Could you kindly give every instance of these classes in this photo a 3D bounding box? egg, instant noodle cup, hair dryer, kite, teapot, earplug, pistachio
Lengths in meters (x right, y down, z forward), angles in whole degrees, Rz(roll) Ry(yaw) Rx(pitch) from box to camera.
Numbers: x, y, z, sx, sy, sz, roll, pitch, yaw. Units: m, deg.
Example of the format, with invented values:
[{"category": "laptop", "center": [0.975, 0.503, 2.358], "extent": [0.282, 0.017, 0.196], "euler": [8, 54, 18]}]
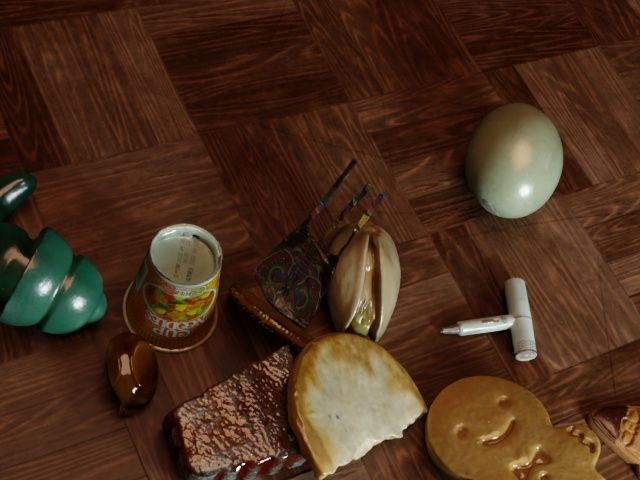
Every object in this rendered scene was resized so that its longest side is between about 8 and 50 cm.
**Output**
[{"category": "egg", "center": [0.372, -0.157, 2.027], "extent": [0.186, 0.186, 0.253], "euler": [21, 57, -4]}, {"category": "instant noodle cup", "center": [-0.229, 0.067, 1.695], "extent": [0.168, 0.185, 0.168], "euler": [8, 56, -13]}, {"category": "hair dryer", "center": [0.295, 0.137, 1.905], "extent": [0.183, 0.044, 0.155], "euler": [5, 55, -11]}, {"category": "kite", "center": [0.000, 0.000, 1.781], "extent": [0.152, 0.285, 0.015], "euler": [43, 14, 28]}, {"category": "teapot", "center": [-0.304, 0.210, 1.653], "extent": [0.098, 0.078, 0.129], "euler": [16, 60, -57]}, {"category": "earplug", "center": [-0.462, 0.036, 1.688], "extent": [0.280, 0.164, 0.257], "euler": [34, 17, -8]}, {"category": "pistachio", "center": [0.070, 0.068, 1.816], "extent": [0.144, 0.144, 0.215], "euler": [9, 74, -12]}]

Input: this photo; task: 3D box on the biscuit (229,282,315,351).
[{"category": "biscuit", "center": [-0.074, 0.138, 1.745], "extent": [0.206, 0.126, 0.025], "euler": [35, 92, 5]}]

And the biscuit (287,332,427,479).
[{"category": "biscuit", "center": [0.042, 0.247, 1.680], "extent": [0.309, 0.040, 0.205], "euler": [-18, 76, -52]}]

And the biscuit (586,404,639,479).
[{"category": "biscuit", "center": [0.603, 0.362, 1.860], "extent": [0.280, 0.043, 0.183], "euler": [27, 51, -3]}]

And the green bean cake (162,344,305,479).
[{"category": "green bean cake", "center": [-0.130, 0.277, 1.644], "extent": [0.232, 0.097, 0.199], "euler": [-13, 64, -24]}]

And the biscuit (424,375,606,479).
[{"category": "biscuit", "center": [0.323, 0.360, 1.706], "extent": [0.275, 0.052, 0.355], "euler": [-26, 55, -21]}]
